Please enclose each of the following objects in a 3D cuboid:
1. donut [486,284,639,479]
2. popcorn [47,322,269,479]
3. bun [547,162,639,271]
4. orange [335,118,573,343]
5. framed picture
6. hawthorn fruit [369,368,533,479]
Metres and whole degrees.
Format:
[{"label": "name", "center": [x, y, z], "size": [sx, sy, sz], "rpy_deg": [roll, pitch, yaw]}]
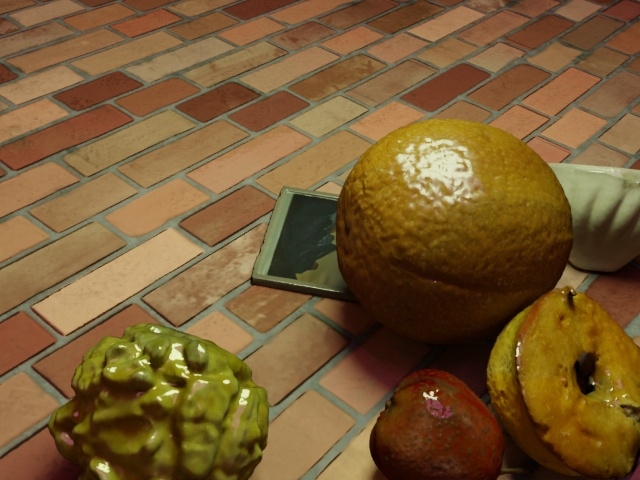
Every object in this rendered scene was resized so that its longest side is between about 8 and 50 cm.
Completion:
[{"label": "donut", "center": [0.327, 0.185, 0.991], "size": [0.253, 0.118, 0.253], "rpy_deg": [20, 53, -28]}, {"label": "popcorn", "center": [-0.182, 0.214, 0.886], "size": [0.249, 0.249, 0.225], "rpy_deg": [12, 69, 7]}, {"label": "bun", "center": [0.481, -0.035, 1.317], "size": [0.263, 0.175, 0.263], "rpy_deg": [9, 2, 0]}, {"label": "orange", "center": [0.198, -0.013, 1.114], "size": [0.357, 0.322, 0.322], "rpy_deg": [-1, 39, -27]}, {"label": "framed picture", "center": [0.000, -0.001, 1.309], "size": [0.192, 0.018, 0.265], "rpy_deg": [8, 40, 4]}, {"label": "hawthorn fruit", "center": [0.164, 0.255, 0.931], "size": [0.203, 0.163, 0.162], "rpy_deg": [31, 44, 10]}]
